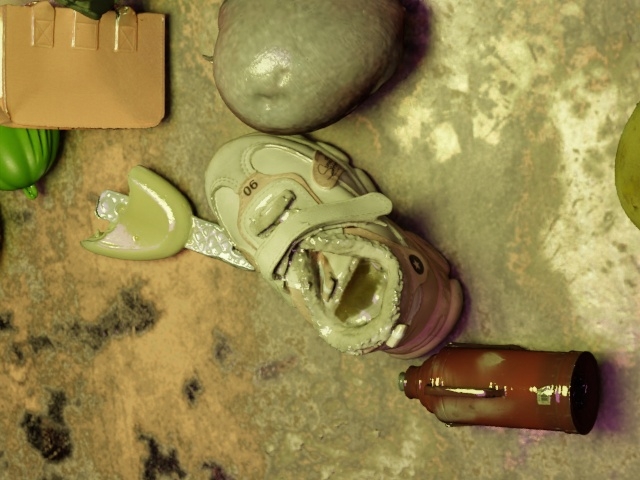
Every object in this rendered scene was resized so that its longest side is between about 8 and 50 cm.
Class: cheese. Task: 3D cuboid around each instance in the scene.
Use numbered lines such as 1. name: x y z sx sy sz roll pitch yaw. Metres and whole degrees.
1. cheese: -0.179 -0.012 1.914 0.235 0.050 0.127 20 101 12

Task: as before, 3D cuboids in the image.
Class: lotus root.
1. lotus root: -0.399 -0.128 1.946 0.186 0.186 0.186 2 96 22

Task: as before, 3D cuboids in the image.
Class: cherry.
1. cherry: -0.028 -0.219 1.752 0.266 0.183 0.213 -16 44 15

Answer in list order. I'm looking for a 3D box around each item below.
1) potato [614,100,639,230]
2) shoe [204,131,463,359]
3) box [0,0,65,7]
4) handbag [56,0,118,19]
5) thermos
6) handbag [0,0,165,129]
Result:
1. potato: 0.462 -0.126 1.548 0.359 0.219 0.269 -22 94 25
2. shoe: 0.001 -0.003 1.756 0.351 0.198 0.172 36 100 13
3. box: -0.364 -0.343 1.938 0.146 0.088 0.200 -40 79 21
4. handbag: -0.209 -0.506 1.785 0.416 0.180 0.316 -38 64 13
5. thermos: 0.192 0.167 1.742 0.232 0.124 0.099 1 93 30
6. handbag: -0.294 -0.214 1.865 0.059 0.213 0.157 8 98 58
